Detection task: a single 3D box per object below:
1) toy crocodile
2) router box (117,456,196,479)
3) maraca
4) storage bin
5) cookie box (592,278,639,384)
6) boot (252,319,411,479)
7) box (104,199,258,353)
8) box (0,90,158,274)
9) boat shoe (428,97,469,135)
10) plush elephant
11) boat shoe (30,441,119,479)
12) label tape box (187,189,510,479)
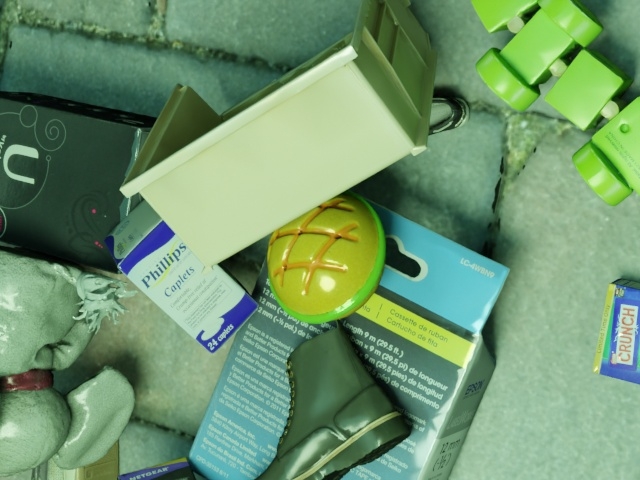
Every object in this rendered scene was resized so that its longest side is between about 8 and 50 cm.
[{"bbox_3d":[0.261,-0.136,1.242,0.340,0.105,0.115,48,112,12],"label":"toy crocodile"},{"bbox_3d":[-0.124,0.419,1.350,0.243,0.081,0.308,-129,29,-57],"label":"router box"},{"bbox_3d":[0.000,0.000,1.271,0.127,0.099,0.185,-30,48,13],"label":"maraca"},{"bbox_3d":[-0.029,-0.129,1.284,0.262,0.260,0.123,-30,113,23],"label":"storage bin"},{"bbox_3d":[0.321,0.093,1.249,0.107,0.040,0.091,13,100,28],"label":"cookie box"},{"bbox_3d":[-0.024,0.180,1.300,0.198,0.077,0.137,-32,72,10],"label":"boot"},{"bbox_3d":[-0.144,0.033,1.349,0.072,0.126,0.137,-46,109,-3],"label":"box"},{"bbox_3d":[-0.285,-0.073,1.502,0.270,0.143,0.165,13,99,26],"label":"box"},{"bbox_3d":[0.091,-0.121,1.359,0.125,0.038,0.046,-8,90,28],"label":"boat shoe"},{"bbox_3d":[-0.345,0.138,1.433,0.330,0.272,0.255,13,90,39],"label":"plush elephant"},{"bbox_3d":[-0.301,0.335,1.566,0.092,0.103,0.285,3,91,33],"label":"boat shoe"},{"bbox_3d":[0.039,0.134,1.364,0.249,0.115,0.347,27,101,24],"label":"label tape box"}]
